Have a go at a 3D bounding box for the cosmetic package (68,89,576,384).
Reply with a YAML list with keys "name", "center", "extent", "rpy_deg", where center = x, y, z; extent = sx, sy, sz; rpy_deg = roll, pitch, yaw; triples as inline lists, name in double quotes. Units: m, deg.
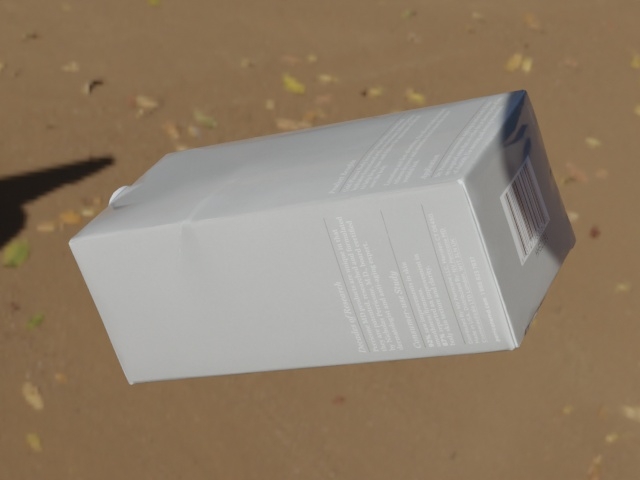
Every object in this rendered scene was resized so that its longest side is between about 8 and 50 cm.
- name: "cosmetic package"
  center: [0.000, 0.000, 0.730]
  extent: [0.238, 0.107, 0.127]
  rpy_deg: [-10, 23, 30]
